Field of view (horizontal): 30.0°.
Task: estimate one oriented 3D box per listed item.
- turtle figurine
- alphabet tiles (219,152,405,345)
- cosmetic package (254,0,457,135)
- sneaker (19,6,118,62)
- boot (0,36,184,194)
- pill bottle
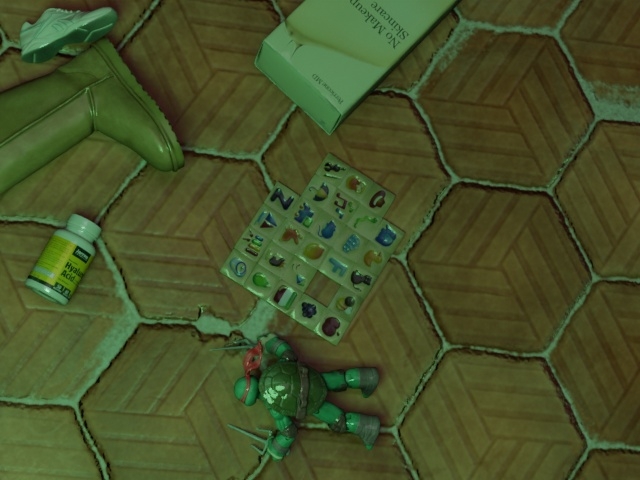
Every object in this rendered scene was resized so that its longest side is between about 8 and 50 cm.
[{"bbox_3d":[-0.037,0.213,1.624,0.234,0.118,0.175,9,78,-14],"label":"turtle figurine"},{"bbox_3d":[0.000,0.000,1.721,0.198,0.009,0.237,33,75,-2],"label":"alphabet tiles"},{"bbox_3d":[0.068,-0.323,1.741,0.160,0.113,0.309,43,75,0],"label":"cosmetic package"},{"bbox_3d":[-0.357,-0.303,1.674,0.152,0.054,0.061,-19,73,11],"label":"sneaker"},{"bbox_3d":[-0.356,-0.129,1.647,0.269,0.089,0.236,-33,74,-15],"label":"boot"},{"bbox_3d":[-0.346,0.025,1.626,0.065,0.065,0.116,28,76,-4],"label":"pill bottle"}]
